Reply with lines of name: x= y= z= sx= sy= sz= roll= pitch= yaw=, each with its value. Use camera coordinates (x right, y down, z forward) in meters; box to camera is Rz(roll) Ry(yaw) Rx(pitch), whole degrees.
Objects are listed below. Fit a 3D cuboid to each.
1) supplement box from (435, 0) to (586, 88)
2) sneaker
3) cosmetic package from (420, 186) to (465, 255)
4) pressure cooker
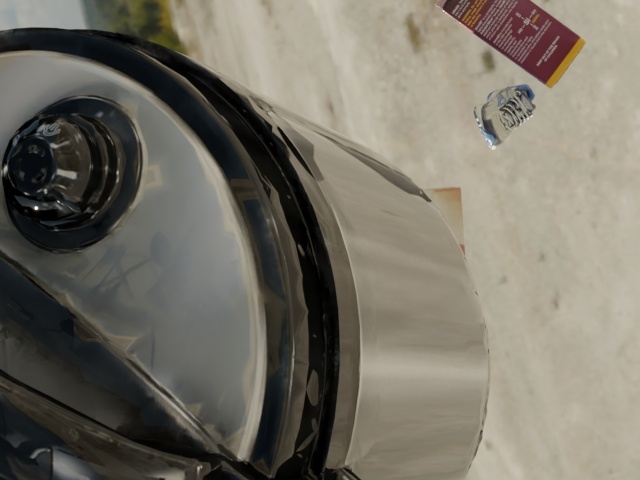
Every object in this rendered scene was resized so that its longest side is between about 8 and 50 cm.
supplement box: x=0.258 y=-0.298 z=1.665 sx=0.188 sy=0.081 sz=0.104 roll=34 pitch=-168 yaw=-7
sneaker: x=0.222 y=-0.154 z=1.441 sx=0.052 sy=0.058 sz=0.135 roll=59 pitch=-149 yaw=-18
cosmetic package: x=0.120 y=0.076 z=1.681 sx=0.153 sy=0.129 sz=0.296 roll=-173 pitch=79 yaw=-71
pressure cooker: x=-0.121 y=0.067 z=0.728 sx=0.420 sy=0.369 sz=0.376 roll=17 pitch=-117 yaw=-67
